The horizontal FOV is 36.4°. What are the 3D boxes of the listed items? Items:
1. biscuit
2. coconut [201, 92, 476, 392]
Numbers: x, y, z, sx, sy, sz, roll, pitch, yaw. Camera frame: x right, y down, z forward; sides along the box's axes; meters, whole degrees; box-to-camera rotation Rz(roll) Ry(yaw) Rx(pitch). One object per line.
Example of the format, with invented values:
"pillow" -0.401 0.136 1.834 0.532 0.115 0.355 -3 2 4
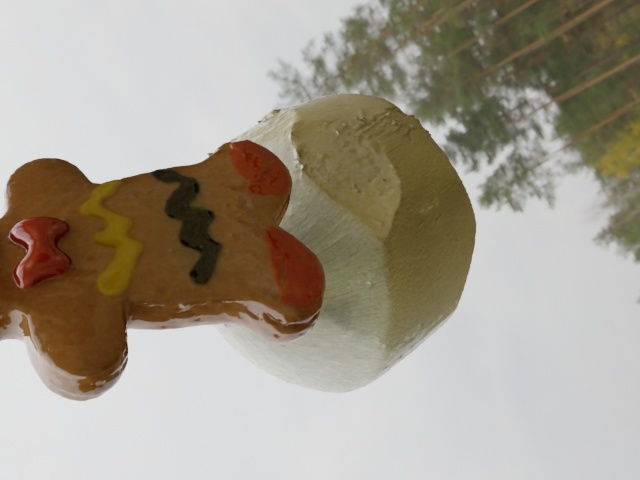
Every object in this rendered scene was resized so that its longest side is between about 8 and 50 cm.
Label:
"biscuit" -0.124 0.008 0.527 0.036 0.250 0.165 100 155 -45
"coconut" 0.000 0.000 0.843 0.247 0.245 0.245 -28 -91 -51
